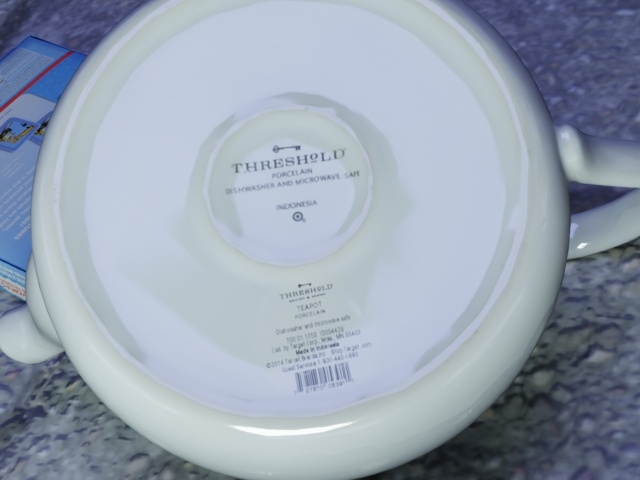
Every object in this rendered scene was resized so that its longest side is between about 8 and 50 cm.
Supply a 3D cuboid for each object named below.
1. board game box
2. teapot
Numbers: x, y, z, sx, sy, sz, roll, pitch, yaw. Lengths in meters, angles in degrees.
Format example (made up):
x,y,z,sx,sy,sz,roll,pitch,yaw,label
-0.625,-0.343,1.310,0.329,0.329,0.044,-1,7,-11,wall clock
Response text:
x,y,z,sx,sy,sz,roll,pitch,yaw,label
-0.154,-0.041,0.960,0.211,0.039,0.160,21,56,38,board game box
0.000,0.000,0.757,0.256,0.187,0.252,33,80,14,teapot
